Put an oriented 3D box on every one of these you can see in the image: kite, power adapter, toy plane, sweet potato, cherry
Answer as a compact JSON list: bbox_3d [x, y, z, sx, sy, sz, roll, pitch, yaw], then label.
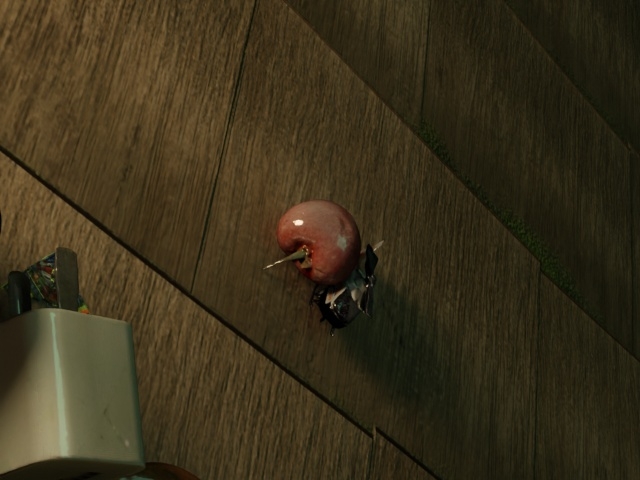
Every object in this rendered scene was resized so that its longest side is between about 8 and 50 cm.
[{"bbox_3d":[-0.258,0.050,1.328,0.122,0.004,0.090,35,44,-39],"label":"kite"},{"bbox_3d":[-0.239,0.111,1.206,0.125,0.130,0.205,17,59,-49],"label":"power adapter"},{"bbox_3d":[0.037,0.057,1.675,0.053,0.078,0.197,54,21,-15],"label":"toy plane"},{"bbox_3d":[-0.147,0.247,1.329,0.202,0.058,0.055,33,89,-35],"label":"sweet potato"},{"bbox_3d":[-0.001,-0.006,1.643,0.106,0.087,0.126,36,37,-20],"label":"cherry"}]
